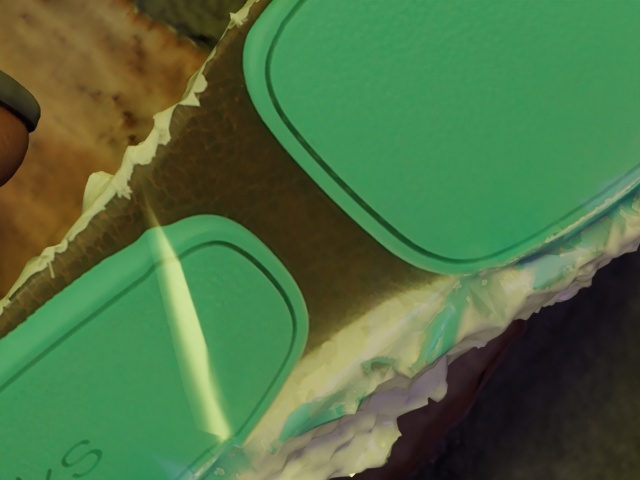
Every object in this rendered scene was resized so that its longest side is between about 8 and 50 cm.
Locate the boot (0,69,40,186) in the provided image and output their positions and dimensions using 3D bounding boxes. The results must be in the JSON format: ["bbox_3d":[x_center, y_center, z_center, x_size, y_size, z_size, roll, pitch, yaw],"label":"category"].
[{"bbox_3d":[-0.214,0.067,0.519,0.264,0.096,0.280,3,82,-28],"label":"boot"}]

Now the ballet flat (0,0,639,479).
[{"bbox_3d":[0.000,0.000,0.605,0.409,0.147,0.147,-39,112,3],"label":"ballet flat"}]
